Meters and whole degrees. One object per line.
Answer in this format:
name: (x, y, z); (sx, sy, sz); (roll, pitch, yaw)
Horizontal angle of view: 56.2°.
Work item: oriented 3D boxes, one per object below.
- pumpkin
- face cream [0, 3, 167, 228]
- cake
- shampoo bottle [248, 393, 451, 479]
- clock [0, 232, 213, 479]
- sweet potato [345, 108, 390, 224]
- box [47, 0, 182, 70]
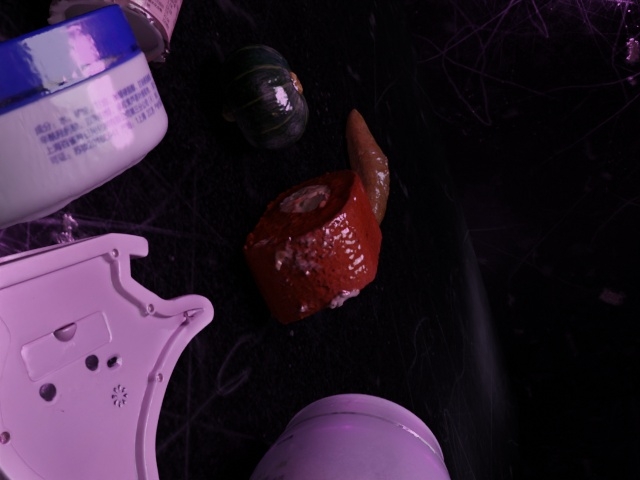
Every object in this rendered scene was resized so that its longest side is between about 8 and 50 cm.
pumpkin: (-0.087, -0.216, 0.915); (0.167, 0.125, 0.167); (46, 30, -37)
face cream: (-0.222, -0.088, 0.441); (0.206, 0.206, 0.111); (-65, 142, -55)
cake: (0.000, 0.000, 0.941); (0.283, 0.177, 0.150); (-60, 133, -60)
shampoo bottle: (0.034, 0.348, 0.721); (0.266, 0.273, 0.272); (-69, 141, -67)
clock: (-0.198, 0.131, 0.545); (0.290, 0.080, 0.275); (-37, 113, -64)
sweet potato: (0.113, -0.149, 1.385); (0.114, 0.092, 0.341); (25, 53, -42)
box: (-0.212, -0.269, 0.640); (0.151, 0.151, 0.135); (34, 56, -58)
